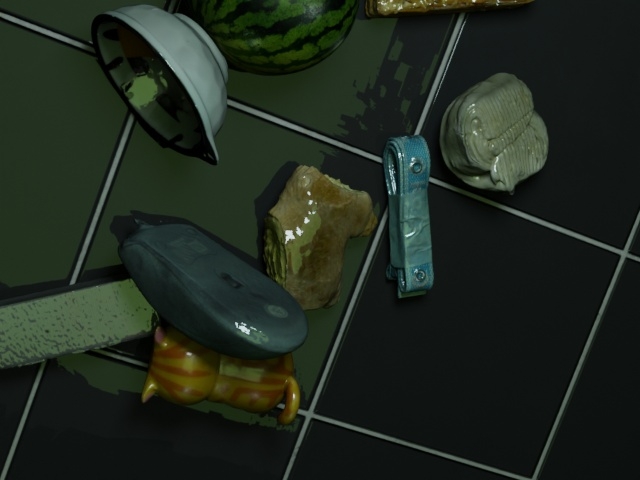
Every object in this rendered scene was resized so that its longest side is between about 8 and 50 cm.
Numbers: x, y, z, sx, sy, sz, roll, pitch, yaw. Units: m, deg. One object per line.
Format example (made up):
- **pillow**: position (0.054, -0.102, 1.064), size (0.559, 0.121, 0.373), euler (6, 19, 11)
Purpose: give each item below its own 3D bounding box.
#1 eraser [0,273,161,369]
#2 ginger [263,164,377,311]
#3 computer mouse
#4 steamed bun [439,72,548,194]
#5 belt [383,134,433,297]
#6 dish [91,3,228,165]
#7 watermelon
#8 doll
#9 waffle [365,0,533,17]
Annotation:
- **eraser**: position (-0.459, 0.142, 1.742), size (0.353, 0.077, 0.111), euler (-12, 99, -11)
- **ginger**: position (0.000, 0.000, 1.800), size (0.221, 0.130, 0.275), euler (-18, 113, -26)
- **computer mouse**: position (-0.191, 0.092, 1.692), size (0.371, 0.188, 0.122), euler (37, 116, 16)
- **steamed bun**: position (0.301, -0.190, 1.833), size (0.218, 0.144, 0.211), euler (-39, 117, -36)
- **belt**: position (0.163, -0.044, 1.853), size (0.072, 0.087, 0.302), euler (-8, 102, -25)
- **dish**: position (-0.240, -0.276, 1.640), size (0.120, 0.303, 0.303), euler (-42, 107, -22)
- **watermelon**: position (-0.078, -0.406, 1.633), size (0.285, 0.285, 0.285), euler (-2, 100, -13)
- **doll**: position (-0.176, 0.224, 1.777), size (0.270, 0.162, 0.166), euler (9, 93, -15)
- **waffle**: position (0.231, -0.513, 1.784), size (0.308, 0.091, 0.212), euler (-6, 100, -12)
